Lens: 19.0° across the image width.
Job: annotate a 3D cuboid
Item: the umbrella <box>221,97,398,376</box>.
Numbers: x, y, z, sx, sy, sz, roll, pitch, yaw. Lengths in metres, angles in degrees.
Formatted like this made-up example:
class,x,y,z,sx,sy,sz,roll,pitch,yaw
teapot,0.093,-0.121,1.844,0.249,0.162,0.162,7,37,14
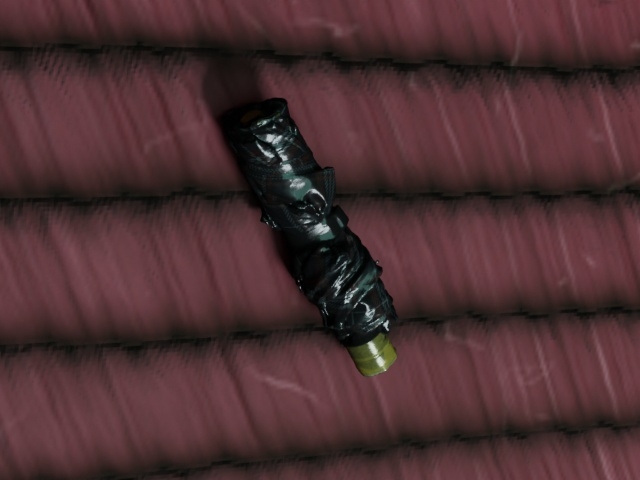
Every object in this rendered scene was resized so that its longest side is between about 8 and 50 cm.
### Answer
class,x,y,z,sx,sy,sz,roll,pitch,yaw
umbrella,0.000,0.000,0.846,0.037,0.040,0.144,-43,122,-26
